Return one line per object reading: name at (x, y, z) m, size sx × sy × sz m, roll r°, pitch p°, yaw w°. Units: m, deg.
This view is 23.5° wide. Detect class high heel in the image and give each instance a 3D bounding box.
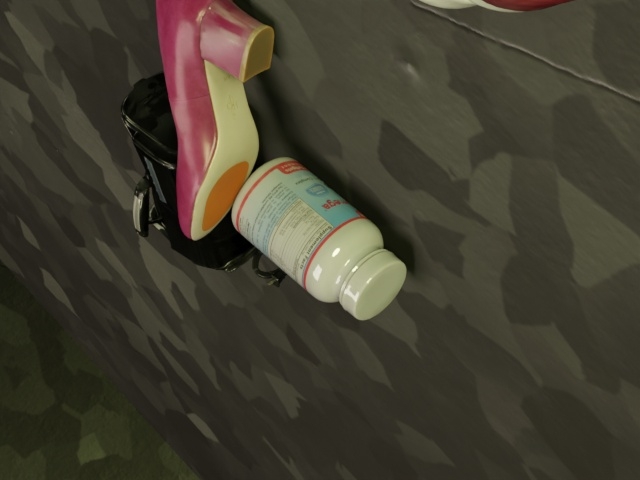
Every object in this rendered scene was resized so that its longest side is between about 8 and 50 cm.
high heel at (-0.118, -0.117, 1.381) m, size 0.117 × 0.082 × 0.244 m, roll 33°, pitch 135°, yaw 22°

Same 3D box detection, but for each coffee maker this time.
coffee maker at (-0.105, -0.065, 1.518) m, size 0.171 × 0.120 × 0.178 m, roll 17°, pitch 149°, yaw 18°

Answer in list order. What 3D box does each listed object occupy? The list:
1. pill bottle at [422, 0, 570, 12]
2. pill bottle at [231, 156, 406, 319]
pill bottle at (0.119, -0.181, 0.780) m, size 0.121 × 0.121 × 0.221 m, roll 56°, pitch 160°, yaw -15°
pill bottle at (0.000, 0.000, 1.407) m, size 0.160 × 0.087 × 0.087 m, roll 40°, pitch 157°, yaw 27°
